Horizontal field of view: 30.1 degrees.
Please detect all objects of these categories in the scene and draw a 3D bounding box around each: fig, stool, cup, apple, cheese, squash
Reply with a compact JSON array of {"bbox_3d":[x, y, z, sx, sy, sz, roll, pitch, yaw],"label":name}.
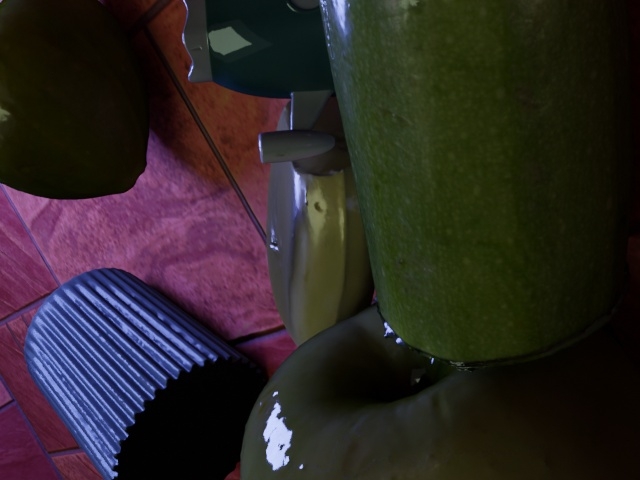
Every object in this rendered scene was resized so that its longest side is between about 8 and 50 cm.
[{"bbox_3d":[-0.373,-0.194,1.694,0.316,0.316,0.316,34,141,33],"label":"fig"},{"bbox_3d":[-0.299,0.227,1.940,0.330,0.297,0.297,37,143,37],"label":"stool"},{"bbox_3d":[-0.058,-0.226,1.263,0.167,0.173,0.300,93,172,-76],"label":"cup"},{"bbox_3d":[0.148,0.278,1.237,0.473,0.473,0.474,34,141,33],"label":"apple"},{"bbox_3d":[0.000,0.000,1.398,0.260,0.128,0.316,-95,4,-55],"label":"cheese"},{"bbox_3d":[0.149,-0.104,1.070,0.263,0.263,0.385,23,136,42],"label":"squash"}]
